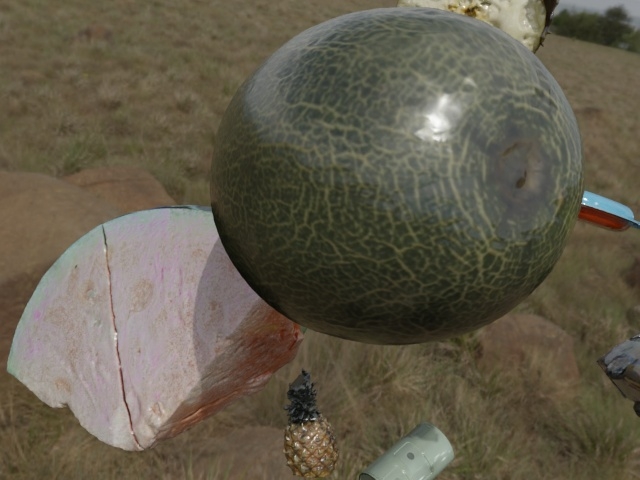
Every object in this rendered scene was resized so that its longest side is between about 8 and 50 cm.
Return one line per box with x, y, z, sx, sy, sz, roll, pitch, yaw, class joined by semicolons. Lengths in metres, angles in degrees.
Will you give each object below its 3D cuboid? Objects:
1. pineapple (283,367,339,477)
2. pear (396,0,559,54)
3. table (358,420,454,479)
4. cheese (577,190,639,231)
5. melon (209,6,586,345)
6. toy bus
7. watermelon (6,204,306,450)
-0.035;0.491;1.650;0.158;0.278;0.158;-9;9;1;pineapple
0.262;-0.378;1.027;0.267;0.266;0.178;19;27;16;pear
0.215;0.568;1.522;0.220;0.126;0.126;-28;44;-32;table
0.374;-0.027;0.774;0.256;0.037;0.106;17;8;-16;cheese
0.038;-0.042;0.457;0.238;0.237;0.302;-1;3;-27;melon
0.565;0.225;0.963;0.112;0.138;0.317;52;3;-2;toy bus
-0.173;0.100;0.775;0.292;0.319;0.222;30;4;29;watermelon
